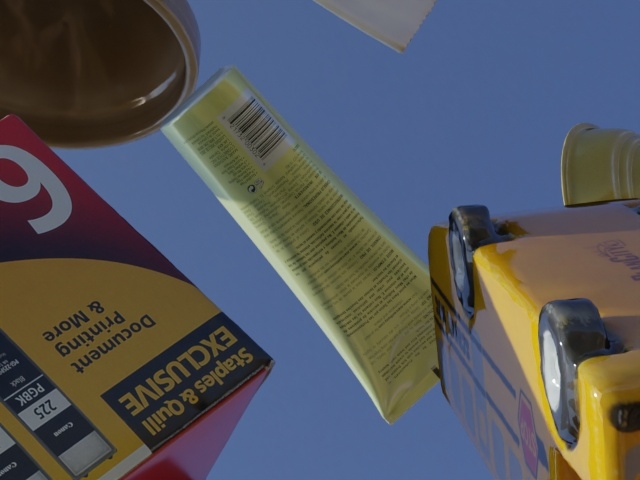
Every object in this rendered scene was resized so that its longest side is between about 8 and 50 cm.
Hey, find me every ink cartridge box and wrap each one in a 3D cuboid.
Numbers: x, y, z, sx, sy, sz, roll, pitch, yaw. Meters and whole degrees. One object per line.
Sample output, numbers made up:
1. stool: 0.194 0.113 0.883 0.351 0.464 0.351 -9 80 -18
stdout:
1. ink cartridge box: -0.181 0.120 0.776 0.309 0.272 0.130 -36 -18 -43

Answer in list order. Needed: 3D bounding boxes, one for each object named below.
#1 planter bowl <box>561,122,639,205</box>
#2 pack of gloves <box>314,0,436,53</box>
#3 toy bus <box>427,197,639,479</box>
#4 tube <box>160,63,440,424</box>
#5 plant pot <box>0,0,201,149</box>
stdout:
1. planter bowl: 0.270 -0.001 1.200 0.090 0.217 0.217 -22 -52 30
2. pack of gloves: -0.017 -0.223 1.108 0.232 0.195 0.046 28 -42 3
3. toy bus: 0.123 0.056 0.676 0.108 0.333 0.130 -6 -78 -5
4. tube: 0.000 0.000 1.005 0.240 0.062 0.070 48 -51 -10
5. plant pot: -0.200 -0.176 1.177 0.237 0.110 0.237 4 -31 3
